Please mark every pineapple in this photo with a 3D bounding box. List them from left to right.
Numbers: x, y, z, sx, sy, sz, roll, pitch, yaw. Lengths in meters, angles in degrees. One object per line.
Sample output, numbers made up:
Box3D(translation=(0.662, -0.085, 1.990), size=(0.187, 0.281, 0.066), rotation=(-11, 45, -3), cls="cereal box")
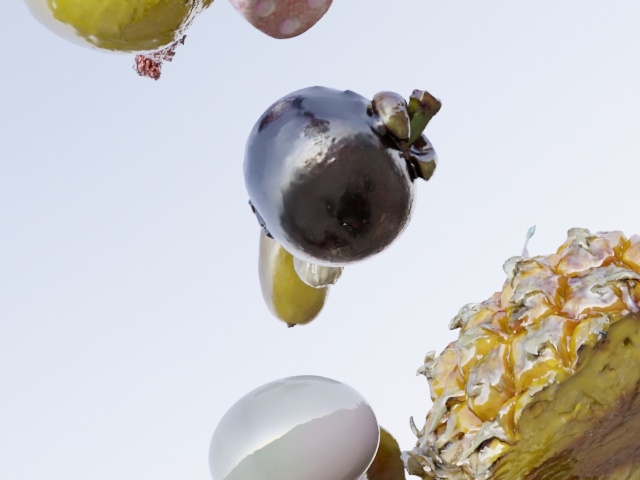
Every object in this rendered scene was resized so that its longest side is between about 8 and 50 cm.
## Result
Box3D(translation=(0.139, 0.131, 0.794), size=(0.286, 0.209, 0.344), rotation=(-22, -47, -17), cls="pineapple")

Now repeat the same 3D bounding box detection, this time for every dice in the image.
Box3D(translation=(-0.044, -0.269, 0.936), size=(0.091, 0.094, 0.093), rotation=(-41, -39, 22), cls="dice")

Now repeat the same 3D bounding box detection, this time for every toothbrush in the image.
Box3D(translation=(0.348, 0.036, 1.588), size=(0.022, 0.017, 0.204), rotation=(-55, 3, 42), cls="toothbrush")

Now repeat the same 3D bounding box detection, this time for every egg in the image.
Box3D(translation=(-0.020, 0.157, 0.710), size=(0.135, 0.103, 0.103), rotation=(-20, -31, -7), cls="egg")

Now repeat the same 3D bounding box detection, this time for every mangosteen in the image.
Box3D(translation=(0.036, -0.092, 1.114), size=(0.265, 0.228, 0.228), rotation=(-34, -29, 7), cls="mangosteen")

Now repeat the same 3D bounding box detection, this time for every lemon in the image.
Box3D(translation=(-0.301, -0.395, 1.313), size=(0.310, 0.258, 0.258), rotation=(16, -40, 2), cls="lemon")

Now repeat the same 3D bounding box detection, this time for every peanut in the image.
Box3D(translation=(0.000, 0.000, 1.559), size=(0.099, 0.214, 0.099), rotation=(0, -41, 0), cls="peanut")

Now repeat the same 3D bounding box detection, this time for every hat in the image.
Box3D(translation=(-0.313, -0.444, 1.843), size=(0.107, 0.237, 0.286), rotation=(15, -52, -10), cls="hat")

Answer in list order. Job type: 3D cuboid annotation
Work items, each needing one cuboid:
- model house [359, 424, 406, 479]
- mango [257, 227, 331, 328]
Box3D(translation=(0.033, 0.329, 1.034), size=(0.268, 0.239, 0.173), rotation=(26, -69, -20), cls="model house")
Box3D(translation=(-0.051, 0.009, 1.850), size=(0.142, 0.332, 0.195), rotation=(-6, -6, 20), cls="mango")
